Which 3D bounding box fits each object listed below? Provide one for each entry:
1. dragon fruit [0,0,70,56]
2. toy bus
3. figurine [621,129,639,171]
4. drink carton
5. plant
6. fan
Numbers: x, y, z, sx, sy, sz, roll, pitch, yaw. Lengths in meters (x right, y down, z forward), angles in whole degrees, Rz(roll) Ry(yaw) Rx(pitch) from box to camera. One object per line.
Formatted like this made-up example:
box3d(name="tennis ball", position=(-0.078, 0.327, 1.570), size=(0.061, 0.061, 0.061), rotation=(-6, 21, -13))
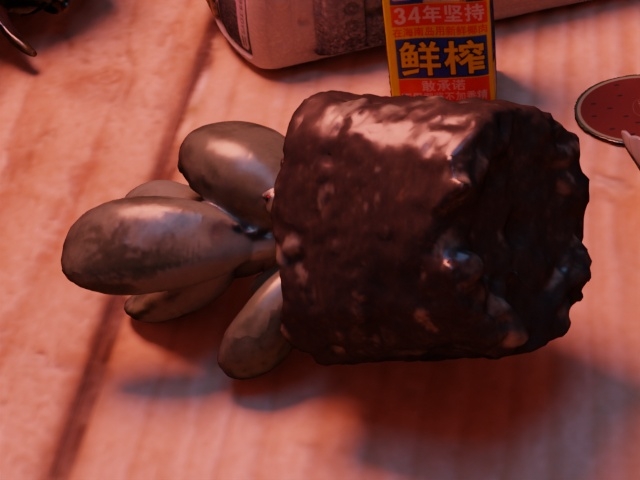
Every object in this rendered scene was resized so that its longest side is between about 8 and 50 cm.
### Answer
box3d(name="dragon fruit", position=(-0.251, -0.250, 1.342), size=(0.192, 0.274, 0.193), rotation=(-32, -7, 6))
box3d(name="toy bus", position=(0.089, -0.208, 1.309), size=(0.342, 0.097, 0.138), rotation=(-13, 43, -10))
box3d(name="figurine", position=(0.229, -0.050, 1.077), size=(0.086, 0.094, 0.082), rotation=(-35, 78, 7))
box3d(name="drink carton", position=(0.073, -0.167, 1.187), size=(0.071, 0.166, 0.056), rotation=(-4, 35, 4))
box3d(name="plant", position=(0.002, 0.000, 0.996), size=(0.274, 0.149, 0.146), rotation=(-3, -10, 34))
box3d(name="fan", position=(0.227, -0.086, 1.186), size=(0.133, 0.005, 0.085), rotation=(-7, 35, 2))
